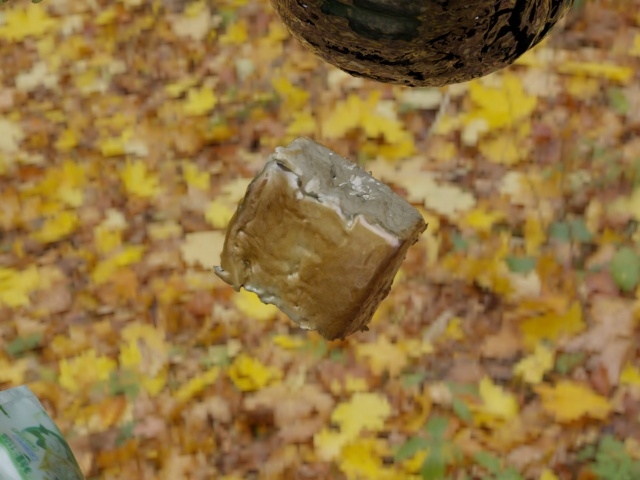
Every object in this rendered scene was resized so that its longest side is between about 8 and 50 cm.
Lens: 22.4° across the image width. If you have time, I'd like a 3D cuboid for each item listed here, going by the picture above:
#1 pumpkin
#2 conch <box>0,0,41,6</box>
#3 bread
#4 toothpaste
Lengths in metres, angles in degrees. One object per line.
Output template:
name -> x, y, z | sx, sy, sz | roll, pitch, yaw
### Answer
pumpkin -> 0.063, -0.187, 0.801 | 0.163, 0.233, 0.233 | 32, 55, 18
conch -> -0.247, -0.261, 1.331 | 0.106, 0.079, 0.170 | 28, 82, -18
bread -> 0.001, -0.002, 0.767 | 0.083, 0.070, 0.077 | 34, 18, 7
toothpaste -> -0.093, 0.204, 0.806 | 0.048, 0.075, 0.297 | -31, 85, 18
